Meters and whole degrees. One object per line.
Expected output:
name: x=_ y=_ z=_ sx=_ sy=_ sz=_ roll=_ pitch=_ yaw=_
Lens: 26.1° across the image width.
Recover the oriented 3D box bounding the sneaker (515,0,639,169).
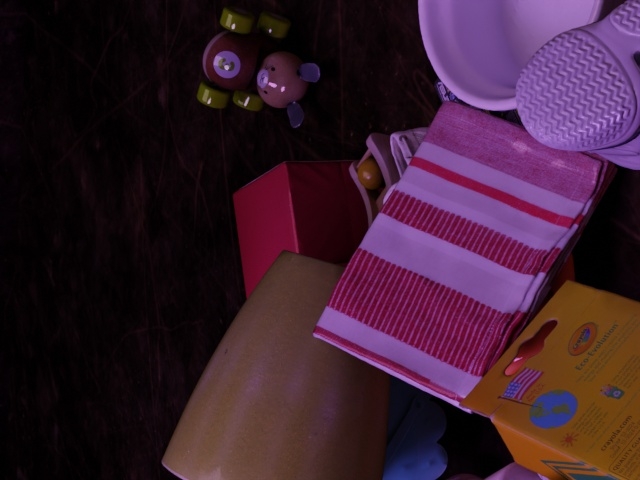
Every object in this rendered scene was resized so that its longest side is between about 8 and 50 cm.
sneaker: x=0.384 y=-0.175 z=1.326 sx=0.366 sy=0.210 sz=0.137 roll=-22 pitch=73 yaw=24

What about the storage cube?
storage cube: x=0.000 y=0.000 z=1.968 sx=0.215 sy=0.183 sz=0.193 roll=-24 pitch=72 yaw=61

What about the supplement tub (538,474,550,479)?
supplement tub: x=0.327 y=0.248 z=1.473 sx=0.199 sy=0.144 sz=0.144 roll=36 pitch=125 yaw=54

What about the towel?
towel: x=0.158 y=0.008 z=1.568 sx=0.237 sy=0.037 sz=0.329 roll=24 pitch=77 yaw=33

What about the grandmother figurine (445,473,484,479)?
grandmother figurine: x=0.237 y=0.448 z=1.718 sx=0.208 sy=0.104 sz=0.342 roll=-47 pitch=57 yaw=42

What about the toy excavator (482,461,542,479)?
toy excavator: x=0.266 y=0.513 z=1.480 sx=0.445 sy=0.433 sz=0.222 roll=45 pitch=144 yaw=0

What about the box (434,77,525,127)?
box: x=0.225 y=-0.173 z=1.692 sx=0.184 sy=0.045 sz=0.191 roll=-52 pitch=50 yaw=47

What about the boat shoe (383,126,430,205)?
boat shoe: x=0.126 y=-0.040 z=1.714 sx=0.277 sy=0.096 sz=0.098 roll=-92 pitch=2 yaw=-49

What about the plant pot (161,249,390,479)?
plant pot: x=-0.024 y=0.170 z=1.706 sx=0.275 sy=0.275 sz=0.293 roll=12 pitch=86 yaw=59

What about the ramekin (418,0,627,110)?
ramekin: x=0.246 y=-0.274 z=1.504 sx=0.277 sy=0.135 sz=0.277 roll=-5 pitch=84 yaw=52

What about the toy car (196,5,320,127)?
toy car: x=-0.078 y=-0.253 z=2.133 sx=0.188 sy=0.149 sz=0.155 roll=37 pitch=116 yaw=39

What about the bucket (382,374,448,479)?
bucket: x=0.033 y=0.284 z=1.961 sx=0.281 sy=0.183 sz=0.281 roll=16 pitch=108 yaw=59

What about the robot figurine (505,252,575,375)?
robot figurine: x=0.245 y=0.083 z=1.615 sx=0.158 sy=0.128 sz=0.219 roll=64 pitch=-175 yaw=-65

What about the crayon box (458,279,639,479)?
crayon box: x=0.318 y=0.166 z=1.380 sx=0.318 sy=0.202 sz=0.081 roll=22 pitch=151 yaw=50

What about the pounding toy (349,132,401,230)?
pounding toy: x=0.099 y=0.007 z=1.830 sx=0.155 sy=0.154 sz=0.269 roll=-56 pitch=47 yaw=48
